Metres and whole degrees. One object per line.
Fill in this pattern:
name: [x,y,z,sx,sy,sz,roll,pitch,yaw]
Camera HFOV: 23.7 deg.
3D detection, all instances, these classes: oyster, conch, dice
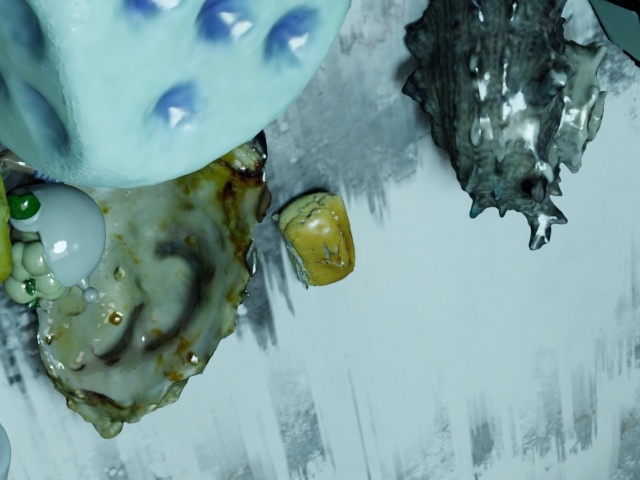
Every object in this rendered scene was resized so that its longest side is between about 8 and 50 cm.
oyster: [-0.150,0.034,1.427,0.221,0.096,0.361,8,118,13]
conch: [0.208,-0.152,1.503,0.241,0.186,0.313,-37,120,-42]
dice: [-0.154,-0.220,1.116,0.262,0.268,0.264,-34,145,-25]

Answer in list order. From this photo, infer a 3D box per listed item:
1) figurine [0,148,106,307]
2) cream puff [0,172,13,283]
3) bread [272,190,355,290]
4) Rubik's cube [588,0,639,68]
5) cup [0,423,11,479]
figurine: [-0.235,-0.040,1.289,0.093,0.147,0.197,-10,88,5]
cream puff: [-0.378,-0.022,1.186,0.282,0.185,0.282,1,84,-13]
bread: [0.000,0.000,1.554,0.072,0.053,0.106,-26,137,-9]
Rubik's cube: [0.414,-0.299,1.445,0.283,0.288,0.293,-42,136,0]
cup: [-0.423,0.322,1.381,0.253,0.253,0.371,6,116,-35]
